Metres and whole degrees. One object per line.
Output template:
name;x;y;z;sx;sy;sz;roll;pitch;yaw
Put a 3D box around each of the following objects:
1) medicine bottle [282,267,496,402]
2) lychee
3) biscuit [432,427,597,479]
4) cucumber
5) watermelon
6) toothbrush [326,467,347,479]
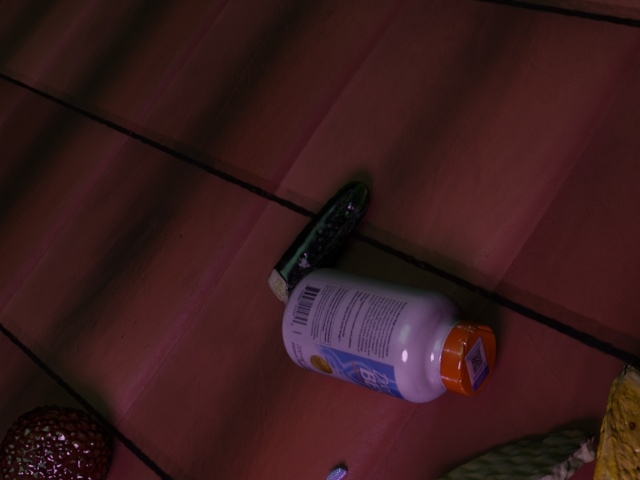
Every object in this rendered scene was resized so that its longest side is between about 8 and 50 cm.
medicine bottle;0.097;0.136;1.225;0.289;0.157;0.157;11;68;39
lychee;-0.434;0.366;1.440;0.188;0.188;0.188;-18;53;25
biscuit;0.195;0.300;1.039;0.274;0.036;0.187;-24;4;-34
cucumber;0.001;0.000;1.443;0.074;0.074;0.241;28;77;43
watermelon;0.343;0.284;0.968;0.123;0.129;0.301;-12;39;37
toothbrush;-0.041;0.383;1.254;0.193;0.019;0.013;-38;47;11
